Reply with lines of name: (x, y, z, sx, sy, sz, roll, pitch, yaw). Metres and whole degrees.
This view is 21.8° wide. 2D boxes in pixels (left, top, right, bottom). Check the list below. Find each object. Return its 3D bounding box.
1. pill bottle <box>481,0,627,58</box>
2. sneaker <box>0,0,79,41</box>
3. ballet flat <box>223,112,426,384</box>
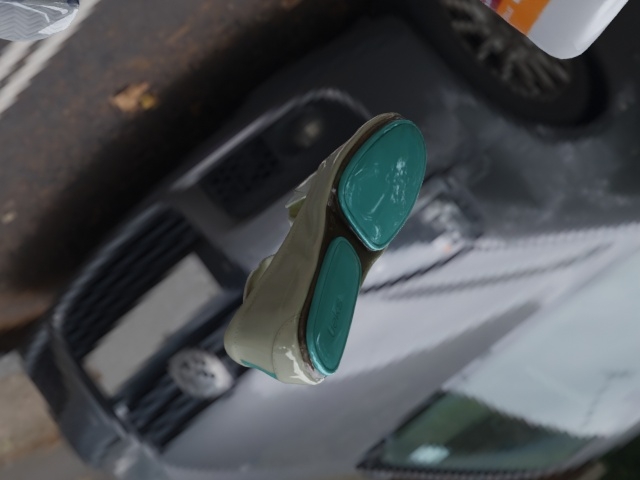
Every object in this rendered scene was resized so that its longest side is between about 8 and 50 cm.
pill bottle: (0.051, -0.299, 0.897, 0.224, 0.392, 0.224, -50, 177, -3)
sneaker: (-0.207, -0.312, 1.146, 0.127, 0.182, 0.315, 6, 138, -7)
ballet flat: (0.000, 0.000, 1.167, 0.086, 0.086, 0.248, -50, -171, 48)
